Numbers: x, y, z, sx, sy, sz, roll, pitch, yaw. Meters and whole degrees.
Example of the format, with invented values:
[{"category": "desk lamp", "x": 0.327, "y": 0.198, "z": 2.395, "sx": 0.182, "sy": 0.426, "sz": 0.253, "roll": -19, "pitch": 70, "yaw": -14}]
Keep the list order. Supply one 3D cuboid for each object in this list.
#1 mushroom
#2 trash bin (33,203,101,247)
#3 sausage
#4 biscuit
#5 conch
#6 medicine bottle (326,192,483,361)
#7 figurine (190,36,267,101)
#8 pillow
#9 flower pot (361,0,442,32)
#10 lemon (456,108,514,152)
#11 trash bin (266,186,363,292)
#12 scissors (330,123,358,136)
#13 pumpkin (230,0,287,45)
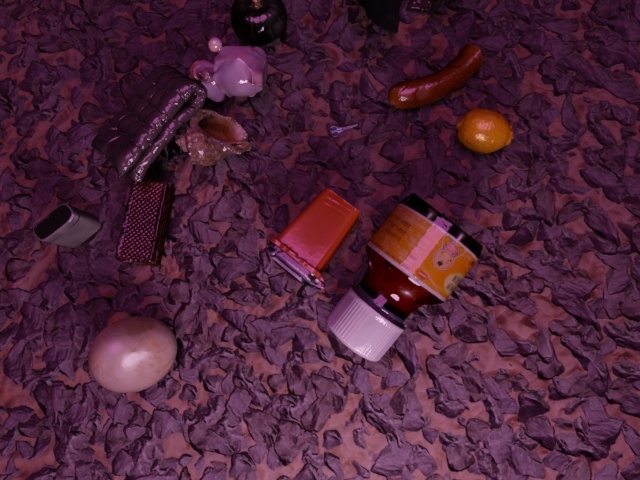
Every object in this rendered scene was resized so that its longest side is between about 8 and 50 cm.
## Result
[{"category": "mushroom", "x": -0.487, "y": 0.283, "z": 1.068, "sx": 0.209, "sy": 0.206, "sz": 0.206, "roll": 7, "pitch": 80, "yaw": 27}, {"category": "trash bin", "x": -0.691, "y": -0.036, "z": 1.156, "sx": 0.116, "sy": 0.130, "sz": 0.059, "roll": -39, "pitch": 80, "yaw": -4}, {"category": "sausage", "x": 0.335, "y": -0.455, "z": 1.193, "sx": 0.302, "sy": 0.076, "sz": 0.102, "roll": -31, "pitch": 72, "yaw": -3}, {"category": "biscuit", "x": -0.484, "y": -0.055, "z": 1.178, "sx": 0.106, "sy": 0.070, "sz": 0.251, "roll": 8, "pitch": 80, "yaw": 4}, {"category": "conch", "x": -0.297, "y": -0.287, "z": 1.175, "sx": 0.207, "sy": 0.130, "sz": 0.155, "roll": -4, "pitch": 106, "yaw": -15}, {"category": "medicine bottle", "x": 0.194, "y": 0.099, "z": 1.038, "sx": 0.243, "sy": 0.242, "sz": 0.395, "roll": 36, "pitch": 99, "yaw": 9}, {"category": "figurine", "x": -0.264, "y": -0.463, "z": 1.181, "sx": 0.276, "sy": 0.200, "sz": 0.133, "roll": 0, "pitch": 61, "yaw": 32}, {"category": "pillow", "x": -0.472, "y": -0.330, "z": 1.154, "sx": 0.228, "sy": 0.101, "sz": 0.326, "roll": 38, "pitch": 90, "yaw": 36}, {"category": "flower pot", "x": 0.230, "y": -0.761, "z": 1.163, "sx": 0.380, "sy": 0.251, "sz": 0.379, "roll": -1, "pitch": 81, "yaw": 6}, {"category": "lemon", "x": 0.445, "y": -0.295, "z": 1.140, "sx": 0.155, "sy": 0.114, "sz": 0.114, "roll": 18, "pitch": 82, "yaw": 5}, {"category": "trash bin", "x": 0.000, "y": 0.000, "z": 1.096, "sx": 0.184, "sy": 0.161, "sz": 0.238, "roll": 40, "pitch": 81, "yaw": 9}, {"category": "scissors", "x": 0.069, "y": -0.325, "z": 1.222, "sx": 0.083, "sy": 0.006, "sz": 0.036, "roll": -17, "pitch": 78, "yaw": 1}, {"category": "pumpkin", "x": -0.184, "y": -0.657, "z": 1.236, "sx": 0.167, "sy": 0.125, "sz": 0.167, "roll": -2, "pitch": 84, "yaw": 21}]
